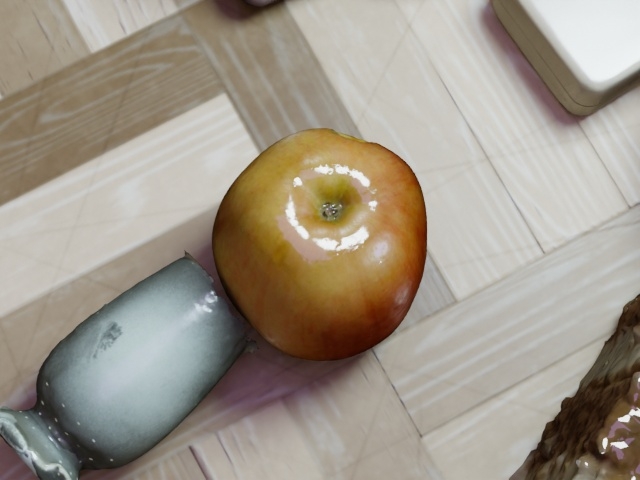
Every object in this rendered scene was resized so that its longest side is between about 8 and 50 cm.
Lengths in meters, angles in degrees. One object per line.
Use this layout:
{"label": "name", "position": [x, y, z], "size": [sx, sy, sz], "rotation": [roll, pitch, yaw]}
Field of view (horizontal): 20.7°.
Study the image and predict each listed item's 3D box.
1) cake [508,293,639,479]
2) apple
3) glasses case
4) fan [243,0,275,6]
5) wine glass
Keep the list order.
{"label": "cake", "position": [0.308, 0.184, 1.296], "size": [0.282, 0.256, 0.290], "rotation": [30, 81, 3]}
{"label": "apple", "position": [0.000, 0.000, 1.359], "size": [0.199, 0.199, 0.199], "rotation": [1, 76, -2]}
{"label": "glasses case", "position": [0.317, -0.249, 1.488], "size": [0.336, 0.076, 0.144], "rotation": [-32, 79, -10]}
{"label": "fan", "position": [0.035, -0.266, 1.481], "size": [0.244, 0.074, 0.130], "rotation": [-25, 79, -8]}
{"label": "wine glass", "position": [-0.153, 0.108, 1.361], "size": [0.204, 0.111, 0.111], "rotation": [-40, 81, -10]}
